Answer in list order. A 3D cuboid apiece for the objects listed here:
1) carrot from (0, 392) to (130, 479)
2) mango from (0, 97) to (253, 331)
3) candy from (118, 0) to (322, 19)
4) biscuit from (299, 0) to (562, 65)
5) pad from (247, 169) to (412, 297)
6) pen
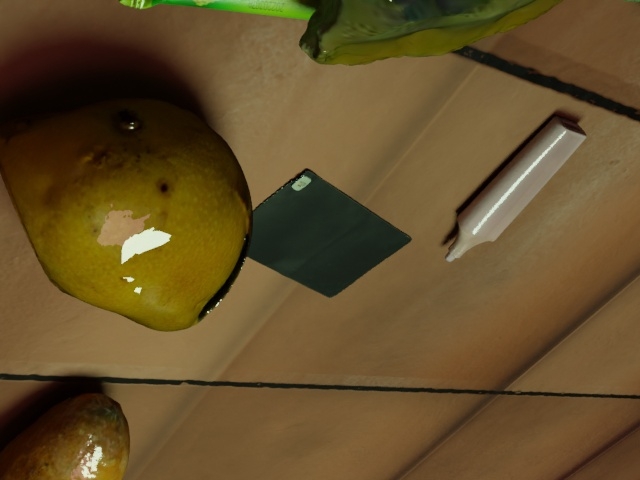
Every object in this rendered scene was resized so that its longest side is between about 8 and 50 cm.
[{"bbox_3d":[-0.271,0.257,0.923,0.159,0.159,0.225,15,122,-41],"label":"carrot"},{"bbox_3d":[-0.132,-0.010,0.653,0.166,0.136,0.236,-19,150,-10],"label":"mango"},{"bbox_3d":[-0.034,-0.186,0.560,0.178,0.032,0.102,-2,138,-28],"label":"candy"},{"bbox_3d":[0.111,-0.253,0.496,0.329,0.078,0.335,-31,141,-6],"label":"biscuit"},{"bbox_3d":[0.000,0.000,0.849,0.116,0.004,0.193,-36,143,19],"label":"pad"},{"bbox_3d":[0.187,-0.044,0.870,0.053,0.032,0.197,11,131,-39],"label":"pen"}]
